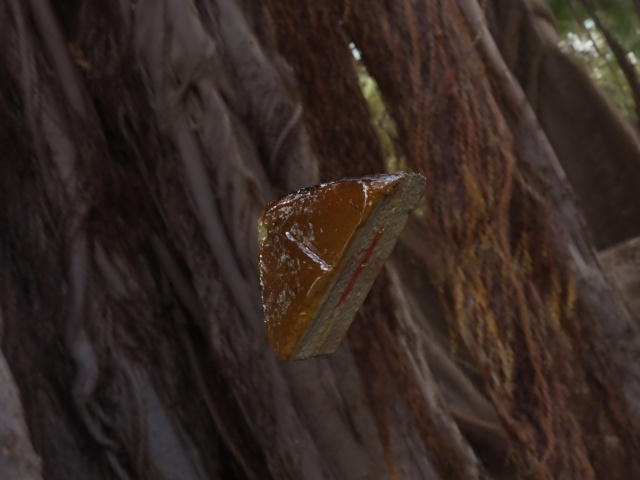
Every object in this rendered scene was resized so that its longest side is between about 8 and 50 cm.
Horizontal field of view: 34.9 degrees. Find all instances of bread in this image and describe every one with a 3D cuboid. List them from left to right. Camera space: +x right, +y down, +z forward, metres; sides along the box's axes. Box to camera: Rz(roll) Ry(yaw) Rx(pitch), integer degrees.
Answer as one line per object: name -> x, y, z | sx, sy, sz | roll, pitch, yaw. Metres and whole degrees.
bread -> 0.000, 0.000, 0.478 | 0.043, 0.062, 0.109 | 1, -54, -53
